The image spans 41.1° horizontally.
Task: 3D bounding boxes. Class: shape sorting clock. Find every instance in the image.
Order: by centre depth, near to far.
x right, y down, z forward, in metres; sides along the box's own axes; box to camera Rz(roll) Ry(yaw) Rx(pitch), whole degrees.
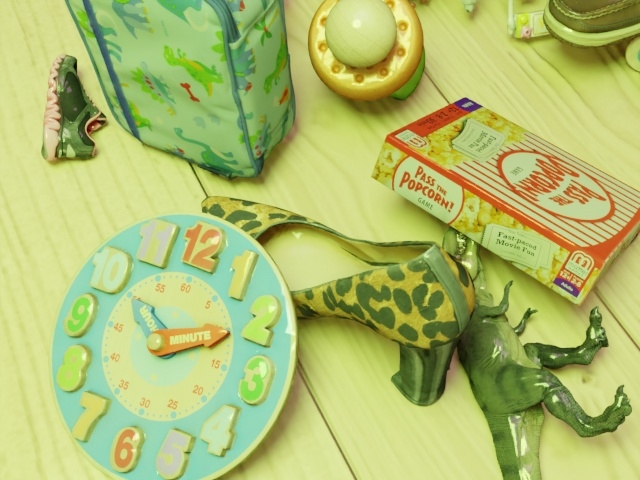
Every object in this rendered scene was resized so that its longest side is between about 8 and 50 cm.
[{"bbox_3d":[-0.114,0.078,0.629,0.206,0.040,0.206,-6,72,18],"label":"shape sorting clock"}]

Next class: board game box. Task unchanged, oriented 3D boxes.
[{"bbox_3d":[0.161,-0.041,0.702,0.193,0.045,0.147,33,36,20],"label":"board game box"}]

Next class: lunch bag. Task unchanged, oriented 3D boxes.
[{"bbox_3d":[-0.117,-0.158,0.713,0.176,0.219,0.090,23,60,19],"label":"lunch bag"}]

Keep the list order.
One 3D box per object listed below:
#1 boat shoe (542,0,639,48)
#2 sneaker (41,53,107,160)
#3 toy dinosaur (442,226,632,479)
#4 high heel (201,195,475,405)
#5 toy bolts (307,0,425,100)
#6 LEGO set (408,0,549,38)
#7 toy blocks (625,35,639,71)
[{"bbox_3d":[0.314,-0.271,0.786,0.257,0.095,0.095,-32,61,-17],"label":"boat shoe"},{"bbox_3d":[-0.230,-0.124,0.803,0.057,0.047,0.119,3,60,-14],"label":"sneaker"},{"bbox_3d":[0.160,0.106,0.633,0.118,0.064,0.268,-15,58,12],"label":"toy dinosaur"},{"bbox_3d":[0.000,0.000,0.628,0.261,0.186,0.093,36,65,21],"label":"high heel"},{"bbox_3d":[-0.011,-0.243,0.758,0.228,0.158,0.218,11,92,8],"label":"toy bolts"},{"bbox_3d":[0.167,-0.264,0.870,0.287,0.107,0.132,-4,22,3],"label":"LEGO set"},{"bbox_3d":[0.359,-0.200,0.828,0.123,0.054,0.148,7,58,6],"label":"toy blocks"}]
